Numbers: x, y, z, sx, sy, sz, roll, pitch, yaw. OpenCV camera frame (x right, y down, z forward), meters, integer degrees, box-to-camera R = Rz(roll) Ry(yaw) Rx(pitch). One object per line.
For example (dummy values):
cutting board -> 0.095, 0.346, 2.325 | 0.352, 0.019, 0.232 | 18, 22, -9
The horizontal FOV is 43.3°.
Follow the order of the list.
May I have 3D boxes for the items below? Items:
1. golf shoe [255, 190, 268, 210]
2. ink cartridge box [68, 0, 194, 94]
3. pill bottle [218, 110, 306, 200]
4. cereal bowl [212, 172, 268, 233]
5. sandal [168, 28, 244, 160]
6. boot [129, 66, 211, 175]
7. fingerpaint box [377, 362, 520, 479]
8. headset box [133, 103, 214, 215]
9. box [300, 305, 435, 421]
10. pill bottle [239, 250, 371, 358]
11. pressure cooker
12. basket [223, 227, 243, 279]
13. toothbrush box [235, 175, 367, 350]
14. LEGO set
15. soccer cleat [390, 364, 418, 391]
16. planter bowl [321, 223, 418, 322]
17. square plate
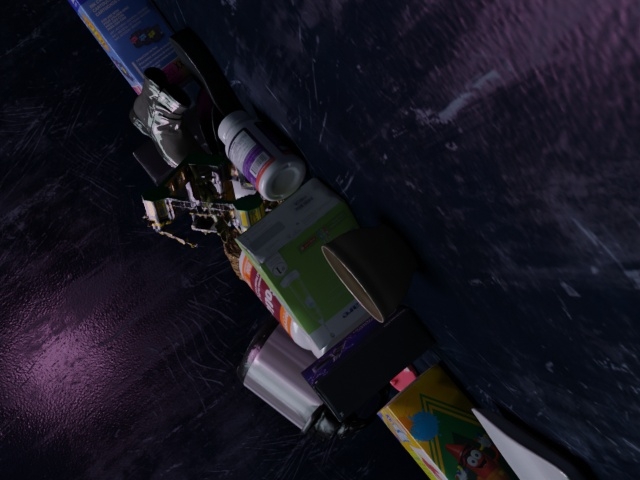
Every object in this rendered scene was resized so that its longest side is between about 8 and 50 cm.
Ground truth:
golf shoe -> -0.118, -0.133, 2.020 | 0.186, 0.067, 0.086 | 55, 144, -6
ink cartridge box -> -0.476, -0.527, 1.956 | 0.395, 0.151, 0.270 | 56, 172, -18
pill bottle -> -0.124, -0.177, 1.627 | 0.193, 0.108, 0.108 | 48, 172, 31
cereal bowl -> -0.204, -0.106, 2.325 | 0.339, 0.141, 0.339 | 52, 172, 10
sandal -> -0.230, -0.270, 1.825 | 0.167, 0.107, 0.446 | 42, 168, 52
boot -> -0.327, -0.265, 1.826 | 0.246, 0.083, 0.161 | 43, 141, -1
fingerpaint box -> 0.321, 0.499, 1.935 | 0.371, 0.163, 0.445 | 49, 172, 12
headset box -> -0.406, -0.244, 2.461 | 0.131, 0.246, 0.283 | 48, 173, 20
box -> 0.098, 0.255, 1.742 | 0.103, 0.261, 0.184 | 53, 172, -8
pill bottle -> -0.021, 0.133, 2.020 | 0.392, 0.224, 0.224 | 45, 170, 41
pressure cooker -> 0.011, 0.387, 2.421 | 0.420, 0.370, 0.375 | 36, 169, 11
basket -> -0.169, 0.073, 2.598 | 0.223, 0.213, 0.299 | 63, 167, -27
toothbrush box -> -0.006, 0.050, 1.611 | 0.122, 0.206, 0.283 | 42, 169, 49
LEGO set -> -0.208, -0.053, 1.762 | 0.255, 0.331, 0.192 | -70, -23, -51
soccer cleat -> 0.198, 0.328, 2.263 | 0.248, 0.083, 0.095 | 47, -159, 3
planter bowl -> 0.094, 0.041, 1.346 | 0.162, 0.109, 0.162 | 51, 173, 9
square plate -> 0.450, 0.470, 1.469 | 0.344, 0.049, 0.347 | 53, 172, -14
